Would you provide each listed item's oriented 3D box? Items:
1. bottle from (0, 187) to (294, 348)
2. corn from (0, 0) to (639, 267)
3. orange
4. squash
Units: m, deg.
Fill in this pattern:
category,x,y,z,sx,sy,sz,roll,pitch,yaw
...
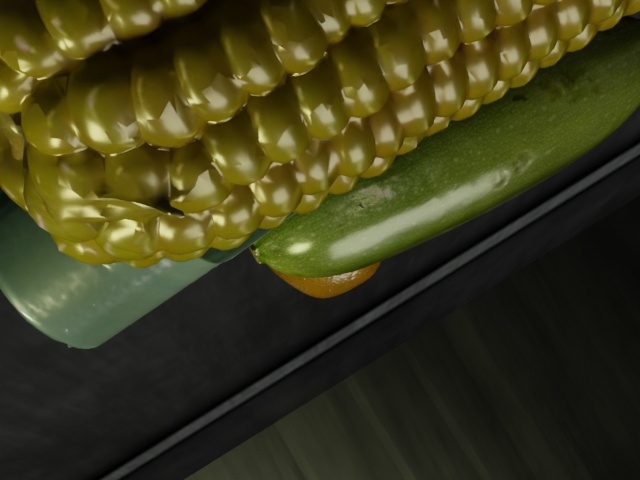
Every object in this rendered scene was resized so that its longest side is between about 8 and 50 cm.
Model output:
category,x,y,z,sx,sy,sz,roll,pitch,yaw
bottle,-0.007,-0.062,0.593,0.286,0.082,0.082,-35,170,16
corn,0.057,-0.115,0.399,0.344,0.131,0.131,-32,171,-12
orange,0.000,0.000,0.969,0.085,0.085,0.085,-31,171,-6
squash,0.108,-0.071,0.912,0.341,0.094,0.094,-27,170,-15
